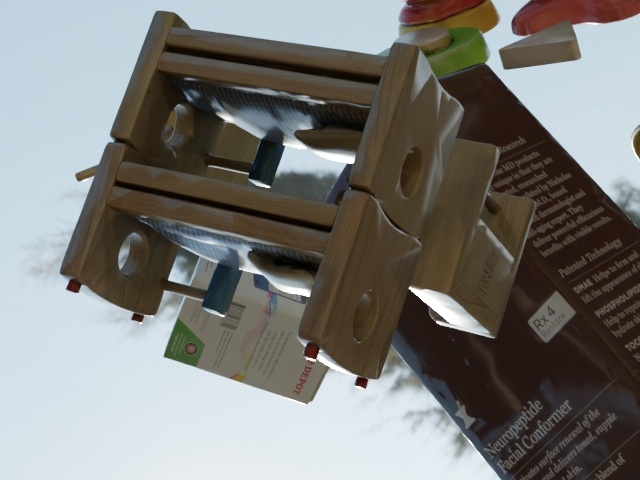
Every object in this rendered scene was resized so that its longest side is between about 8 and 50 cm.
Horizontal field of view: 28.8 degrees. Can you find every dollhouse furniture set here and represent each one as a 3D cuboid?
[{"bbox_3d":[0.000,0.000,0.579,0.184,0.129,0.128,38,-112,-60],"label":"dollhouse furniture set"}]

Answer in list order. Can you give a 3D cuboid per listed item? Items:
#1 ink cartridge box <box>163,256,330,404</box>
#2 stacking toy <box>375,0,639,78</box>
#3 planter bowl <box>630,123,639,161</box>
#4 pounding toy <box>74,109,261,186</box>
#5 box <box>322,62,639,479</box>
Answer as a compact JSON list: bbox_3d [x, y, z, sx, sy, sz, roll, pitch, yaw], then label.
[{"bbox_3d":[-0.083,0.113,1.672,0.212,0.093,0.154,20,-53,-6],"label":"ink cartridge box"},{"bbox_3d":[0.178,-0.270,1.316,0.279,0.309,0.130,-46,-58,-53],"label":"stacking toy"},{"bbox_3d":[0.457,-0.119,1.359,0.217,0.217,0.090,41,-115,-48],"label":"planter bowl"},{"bbox_3d":[-0.161,-0.086,1.345,0.100,0.141,0.130,48,-118,-48],"label":"pounding toy"},{"bbox_3d":[0.175,0.058,1.031,0.143,0.381,0.191,-22,-25,-40],"label":"box"}]
